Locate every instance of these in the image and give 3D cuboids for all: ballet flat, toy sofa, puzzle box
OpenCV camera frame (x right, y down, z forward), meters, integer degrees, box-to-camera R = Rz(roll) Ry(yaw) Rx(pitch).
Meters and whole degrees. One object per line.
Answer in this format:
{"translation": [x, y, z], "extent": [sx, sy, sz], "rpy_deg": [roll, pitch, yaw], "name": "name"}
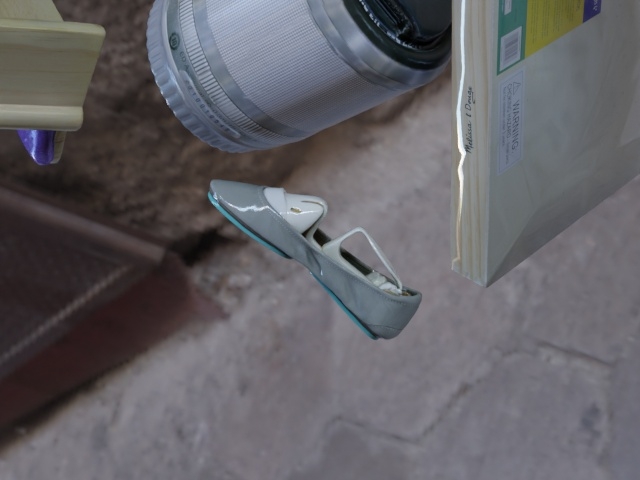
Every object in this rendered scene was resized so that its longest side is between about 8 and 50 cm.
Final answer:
{"translation": [0.000, 0.000, 1.350], "extent": [0.068, 0.213, 0.072], "rpy_deg": [-48, 5, 15], "name": "ballet flat"}
{"translation": [-0.362, -0.241, 1.573], "extent": [0.362, 0.150, 0.177], "rpy_deg": [58, 135, 39], "name": "toy sofa"}
{"translation": [0.230, -0.184, 1.484], "extent": [0.052, 0.272, 0.409], "rpy_deg": [29, 137, 36], "name": "puzzle box"}

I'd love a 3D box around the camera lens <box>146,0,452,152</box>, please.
{"translation": [-0.014, -0.224, 1.559], "extent": [0.274, 0.219, 0.219], "rpy_deg": [-21, 53, 39], "name": "camera lens"}
